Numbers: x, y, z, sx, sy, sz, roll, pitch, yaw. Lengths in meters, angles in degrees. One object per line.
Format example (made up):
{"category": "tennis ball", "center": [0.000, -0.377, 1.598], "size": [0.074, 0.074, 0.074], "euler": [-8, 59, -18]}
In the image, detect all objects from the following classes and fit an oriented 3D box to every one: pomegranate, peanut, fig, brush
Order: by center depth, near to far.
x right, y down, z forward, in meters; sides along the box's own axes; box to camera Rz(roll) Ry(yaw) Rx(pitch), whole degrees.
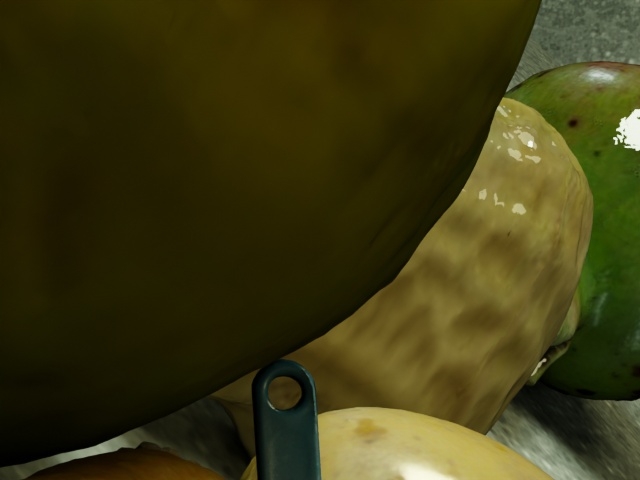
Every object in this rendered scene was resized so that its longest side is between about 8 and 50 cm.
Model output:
{"category": "fig", "center": [-0.100, -0.087, 0.460], "size": [0.343, 0.343, 0.343], "euler": [41, 17, -15]}
{"category": "brush", "center": [-0.006, 0.117, 0.494], "size": [0.014, 0.051, 0.164], "euler": [164, -78, -87]}
{"category": "peanut", "center": [0.000, 0.000, 0.697], "size": [0.233, 0.196, 0.110], "euler": [34, 4, -30]}
{"category": "pomegranate", "center": [0.192, 0.020, 1.110], "size": [0.242, 0.242, 0.306], "euler": [41, 37, -14]}

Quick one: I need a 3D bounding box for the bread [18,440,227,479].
{"category": "bread", "center": [-0.062, 0.136, 0.341], "size": [0.152, 0.119, 0.288], "euler": [52, 16, 9]}

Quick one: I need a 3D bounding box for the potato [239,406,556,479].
{"category": "potato", "center": [0.059, 0.156, 0.578], "size": [0.234, 0.146, 0.150], "euler": [42, 45, -13]}
